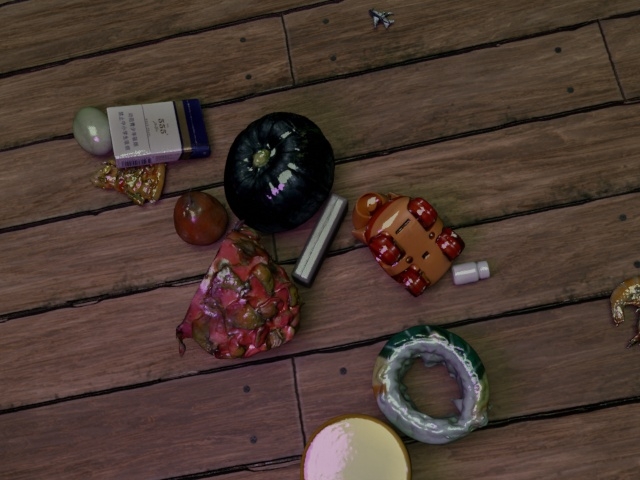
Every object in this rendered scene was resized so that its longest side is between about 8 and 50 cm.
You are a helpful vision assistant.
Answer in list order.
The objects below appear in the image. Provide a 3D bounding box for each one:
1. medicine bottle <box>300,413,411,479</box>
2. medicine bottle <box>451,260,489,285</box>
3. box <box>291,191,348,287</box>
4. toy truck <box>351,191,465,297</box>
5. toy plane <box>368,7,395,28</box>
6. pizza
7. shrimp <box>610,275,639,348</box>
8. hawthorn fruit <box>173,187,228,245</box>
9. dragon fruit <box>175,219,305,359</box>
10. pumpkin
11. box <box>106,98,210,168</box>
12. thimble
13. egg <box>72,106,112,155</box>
[{"bbox_3d":[0.087,0.514,1.561,0.238,0.232,0.238,-2,75,8],"label":"medicine bottle"},{"bbox_3d":[0.376,0.080,1.738,0.089,0.052,0.052,-12,73,4],"label":"medicine bottle"},{"bbox_3d":[0.000,0.000,1.784,0.055,0.103,0.244,25,79,8],"label":"box"},{"bbox_3d":[0.200,-0.009,1.738,0.189,0.239,0.265,-45,114,-6],"label":"toy truck"},{"bbox_3d":[0.170,-0.640,1.983,0.083,0.031,0.078,41,68,14],"label":"toy plane"},{"bbox_3d":[-0.532,-0.187,1.928,0.226,0.069,0.147,22,80,13],"label":"pizza"},{"bbox_3d":[0.765,0.171,1.670,0.132,0.052,0.187,14,69,23],"label":"shrimp"},{"bbox_3d":[-0.333,-0.067,1.816,0.149,0.189,0.149,-19,54,29],"label":"hawthorn fruit"},{"bbox_3d":[-0.168,0.160,1.686,0.263,0.296,0.314,27,116,-3],"label":"dragon fruit"},{"bbox_3d":[-0.100,-0.171,1.782,0.315,0.238,0.315,-14,64,30],"label":"pumpkin"},{"bbox_3d":[-0.444,-0.297,1.907,0.259,0.071,0.168,-8,71,-16],"label":"box"},{"bbox_3d":[0.263,0.343,1.620,0.288,0.167,0.254,37,83,16],"label":"thimble"},{"bbox_3d":[-0.637,-0.309,1.951,0.114,0.114,0.152,-34,73,-3],"label":"egg"}]
